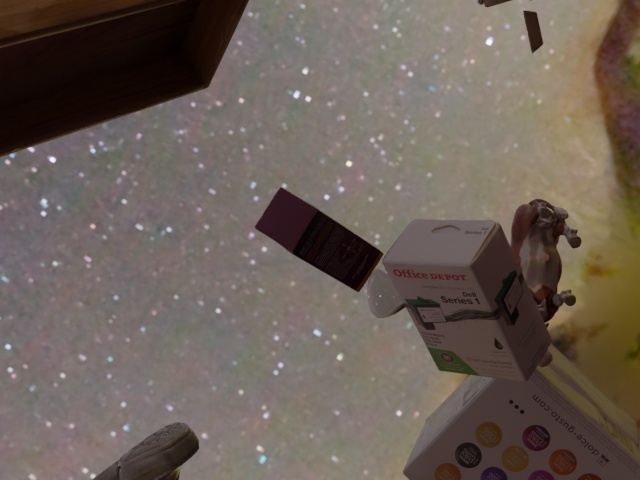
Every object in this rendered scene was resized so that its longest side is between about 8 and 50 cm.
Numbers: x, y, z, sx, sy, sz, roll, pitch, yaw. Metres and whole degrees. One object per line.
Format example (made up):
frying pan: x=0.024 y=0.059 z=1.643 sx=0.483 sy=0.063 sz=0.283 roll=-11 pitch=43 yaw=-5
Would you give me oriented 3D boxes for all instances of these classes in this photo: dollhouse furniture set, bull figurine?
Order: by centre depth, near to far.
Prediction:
dollhouse furniture set: x=0.281 y=-0.328 z=1.456 sx=0.091 sy=0.081 sz=0.114 roll=-41 pitch=-62 yaw=-76
bull figurine: x=0.392 y=0.074 z=1.774 sx=0.188 sy=0.101 sz=0.310 roll=151 pitch=119 yaw=-78

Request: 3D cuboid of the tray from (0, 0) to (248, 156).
tray: x=-0.271 y=-0.207 z=1.088 sx=0.411 sy=0.076 sz=0.203 roll=-28 pitch=-17 yaw=-39

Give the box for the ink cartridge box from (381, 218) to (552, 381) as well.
ink cartridge box: x=0.205 y=0.083 z=1.378 sx=0.092 sy=0.160 sz=0.219 roll=-50 pitch=-57 yaw=-33

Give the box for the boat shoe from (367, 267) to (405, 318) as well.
boat shoe: x=0.194 y=0.105 z=2.202 sx=0.099 sy=0.116 sz=0.319 roll=-3 pitch=-13 yaw=-20

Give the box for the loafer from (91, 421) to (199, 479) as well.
loafer: x=-0.251 y=0.358 z=1.469 sx=0.112 sy=0.111 sz=0.319 roll=-33 pitch=-6 yaw=-37

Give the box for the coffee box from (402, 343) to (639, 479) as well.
coffee box: x=0.416 y=0.421 z=1.993 sx=0.334 sy=0.337 sz=0.338 roll=-49 pitch=-5 yaw=14

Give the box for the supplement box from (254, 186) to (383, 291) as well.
supplement box: x=0.000 y=0.000 z=1.584 sx=0.188 sy=0.104 sz=0.081 roll=32 pitch=-89 yaw=-47
